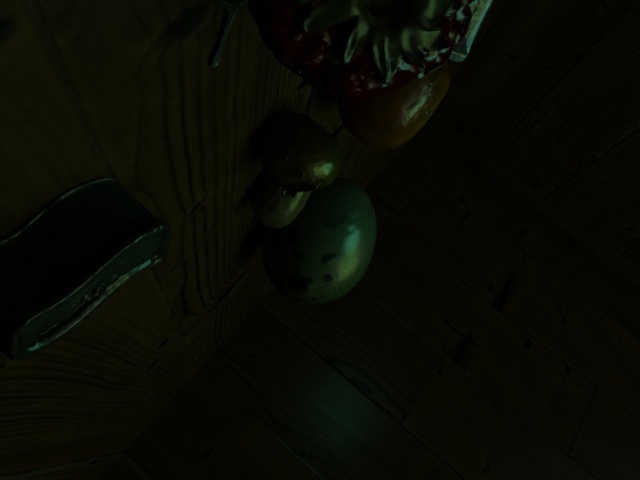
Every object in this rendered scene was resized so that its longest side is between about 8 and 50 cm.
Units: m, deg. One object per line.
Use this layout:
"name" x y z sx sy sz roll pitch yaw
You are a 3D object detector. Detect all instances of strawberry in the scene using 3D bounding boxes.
"strawberry" 0.047 -0.304 0.507 0.257 0.258 0.276 -55 -151 37

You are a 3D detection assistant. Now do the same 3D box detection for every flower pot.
"flower pot" -0.299 0.026 0.537 0.229 0.108 0.103 -47 172 -37

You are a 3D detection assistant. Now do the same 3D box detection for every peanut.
"peanut" -0.070 -0.147 1.104 0.253 0.122 0.137 -56 -178 10

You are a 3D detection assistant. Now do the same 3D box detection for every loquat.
"loquat" -0.041 -0.185 0.938 0.149 0.172 0.204 -40 -133 44

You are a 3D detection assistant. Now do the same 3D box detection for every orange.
"orange" 0.164 -0.353 1.047 0.283 0.226 0.284 -54 172 -11

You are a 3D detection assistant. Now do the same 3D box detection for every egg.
"egg" 0.000 0.000 1.433 0.427 0.345 0.345 -66 170 12

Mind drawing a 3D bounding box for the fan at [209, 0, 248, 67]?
"fan" -0.094 -0.299 0.531 0.132 0.009 0.220 -42 169 -51

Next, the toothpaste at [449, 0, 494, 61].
"toothpaste" 0.209 -0.371 0.546 0.114 0.073 0.299 3 131 -28
